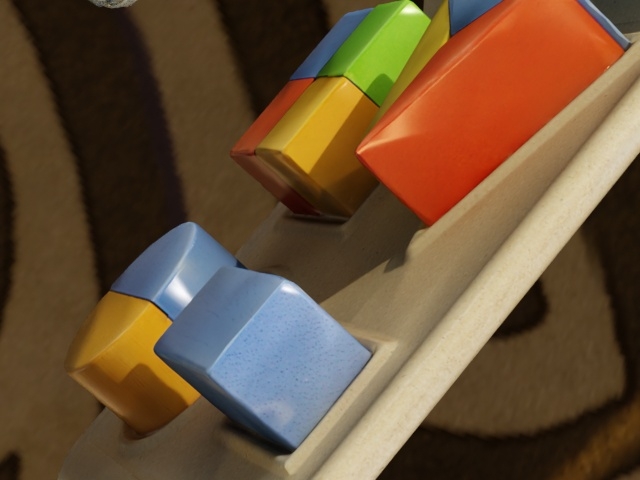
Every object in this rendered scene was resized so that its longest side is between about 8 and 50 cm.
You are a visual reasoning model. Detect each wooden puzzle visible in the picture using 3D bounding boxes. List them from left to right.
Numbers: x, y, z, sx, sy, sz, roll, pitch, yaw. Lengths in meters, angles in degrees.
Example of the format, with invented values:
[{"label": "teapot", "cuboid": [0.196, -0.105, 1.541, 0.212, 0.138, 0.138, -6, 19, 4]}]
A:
[{"label": "wooden puzzle", "cuboid": [0.000, 0.000, 0.826, 0.080, 0.322, 0.348, 38, 81, -16]}]

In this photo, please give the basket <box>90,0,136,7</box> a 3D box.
[{"label": "basket", "cuboid": [-0.152, -0.310, 1.205, 0.255, 0.201, 0.289, -43, 87, 5]}]
